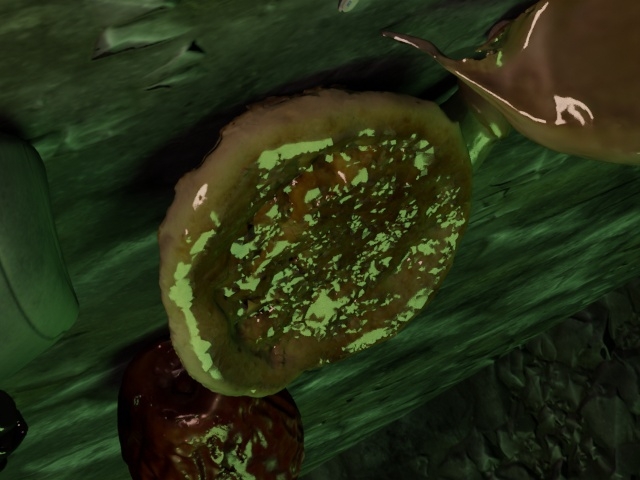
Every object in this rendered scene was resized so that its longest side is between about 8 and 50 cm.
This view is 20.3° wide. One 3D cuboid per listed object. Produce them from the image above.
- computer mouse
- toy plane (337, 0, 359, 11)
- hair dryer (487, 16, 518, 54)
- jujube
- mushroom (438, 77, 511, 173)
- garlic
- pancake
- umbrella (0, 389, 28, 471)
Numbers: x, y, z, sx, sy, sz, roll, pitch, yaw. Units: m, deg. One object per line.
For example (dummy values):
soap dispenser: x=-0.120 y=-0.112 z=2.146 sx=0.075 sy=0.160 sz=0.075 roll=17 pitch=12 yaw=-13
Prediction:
computer mouse: x=-0.239 y=0.045 z=1.104 sx=0.188 sy=0.122 sz=0.371 roll=-24 pitch=172 yaw=-12
toy plane: x=0.029 y=-0.159 z=1.042 sx=0.078 sy=0.024 sz=0.084 roll=-20 pitch=173 yaw=-34
hair dryer: x=0.248 y=-0.197 z=1.297 sx=0.195 sy=0.053 sz=0.220 roll=-19 pitch=165 yaw=-32
jujube: x=-0.114 y=0.197 z=1.843 sx=0.197 sy=0.197 sz=0.290 roll=-27 pitch=153 yaw=-5
mushroom: x=0.036 y=-0.039 z=1.408 sx=0.270 sy=0.103 sz=0.118 roll=-34 pitch=162 yaw=-8
garlic: x=0.235 y=-0.144 z=1.226 sx=0.338 sy=0.196 sz=0.151 roll=-29 pitch=-166 yaw=7
pancake: x=-0.001 y=0.000 z=1.297 sx=0.282 sy=0.049 sz=0.282 roll=-24 pitch=137 yaw=-25
umbrella: x=-0.349 y=0.200 z=1.546 sx=0.122 sy=0.110 sz=0.272 roll=28 pitch=131 yaw=-32
